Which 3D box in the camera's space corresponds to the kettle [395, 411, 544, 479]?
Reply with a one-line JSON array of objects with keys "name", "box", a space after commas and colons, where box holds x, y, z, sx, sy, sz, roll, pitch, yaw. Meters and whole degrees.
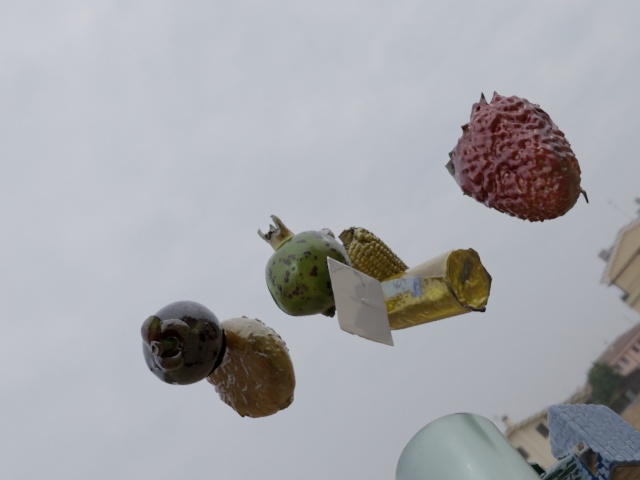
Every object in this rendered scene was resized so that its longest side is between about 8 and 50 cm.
[{"name": "kettle", "box": [0.254, 0.452, 1.088, 0.205, 0.318, 0.265, 22, -81, -25]}]

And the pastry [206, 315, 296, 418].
[{"name": "pastry", "box": [-0.198, 0.357, 2.116, 0.284, 0.316, 0.184, -41, 0, 35]}]

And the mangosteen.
[{"name": "mangosteen", "box": [-0.370, 0.270, 1.908, 0.228, 0.228, 0.265, -49, -14, 4]}]

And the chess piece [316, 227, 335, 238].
[{"name": "chess piece", "box": [0.000, 0.000, 2.000, 0.083, 0.083, 0.038, -37, -70, -22]}]

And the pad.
[{"name": "pad", "box": [0.085, 0.130, 1.484, 0.004, 0.157, 0.232, -23, -27, 26]}]

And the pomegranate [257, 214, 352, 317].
[{"name": "pomegranate", "box": [-0.046, 0.061, 1.601, 0.198, 0.246, 0.198, -37, -37, -35]}]

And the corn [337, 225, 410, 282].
[{"name": "corn", "box": [0.177, 0.090, 2.033, 0.130, 0.347, 0.130, -43, 15, 15]}]

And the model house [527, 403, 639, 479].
[{"name": "model house", "box": [0.757, 0.700, 2.115, 0.445, 0.395, 0.400, -45, -67, 5]}]

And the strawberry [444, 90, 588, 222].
[{"name": "strawberry", "box": [0.468, -0.163, 1.663, 0.292, 0.343, 0.292, -24, -39, -22]}]

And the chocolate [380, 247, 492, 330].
[{"name": "chocolate", "box": [0.212, 0.159, 1.821, 0.162, 0.162, 0.445, -22, -4, -44]}]
